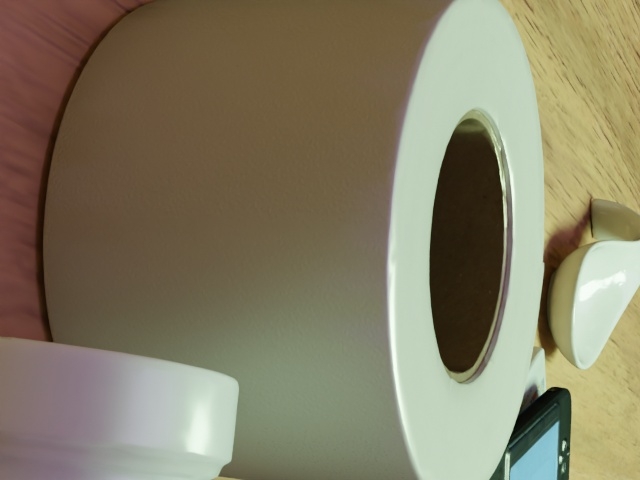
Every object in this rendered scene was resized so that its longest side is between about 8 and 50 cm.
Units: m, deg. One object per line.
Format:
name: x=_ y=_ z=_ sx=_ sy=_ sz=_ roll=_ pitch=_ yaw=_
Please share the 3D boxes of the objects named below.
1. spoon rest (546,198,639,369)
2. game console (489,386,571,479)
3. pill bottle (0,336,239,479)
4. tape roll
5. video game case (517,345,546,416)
spoon rest: x=0.318 y=0.037 z=1.480 sx=0.276 sy=0.084 sz=0.137 roll=-53 pitch=139 yaw=-53
game console: x=0.243 y=0.287 z=1.164 sx=0.293 sy=0.173 sz=0.250 roll=-18 pitch=110 yaw=-65
pill bottle: x=-0.107 y=0.170 z=0.452 sx=0.153 sy=0.153 sz=0.265 roll=28 pitch=67 yaw=-64
tape roll: x=0.000 y=0.000 z=0.655 sx=0.246 sy=0.169 sz=0.246 roll=3 pitch=90 yaw=-67
video game case: x=0.188 y=0.247 z=1.280 sx=0.206 sy=0.026 sz=0.227 roll=-41 pitch=130 yaw=-58
